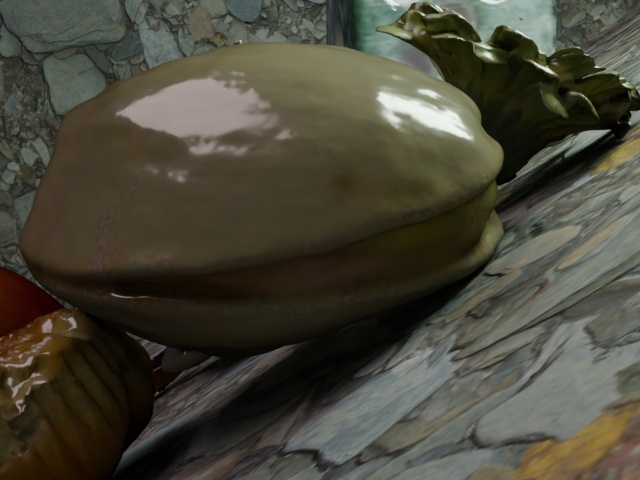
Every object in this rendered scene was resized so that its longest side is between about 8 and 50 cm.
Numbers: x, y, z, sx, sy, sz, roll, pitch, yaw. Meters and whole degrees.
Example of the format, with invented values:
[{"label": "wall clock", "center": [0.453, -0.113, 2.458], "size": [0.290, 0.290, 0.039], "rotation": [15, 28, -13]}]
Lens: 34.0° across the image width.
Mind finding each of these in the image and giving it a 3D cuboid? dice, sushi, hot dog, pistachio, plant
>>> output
[{"label": "dice", "center": [0.196, -0.338, 1.757], "size": [0.348, 0.330, 0.328], "rotation": [-6, 2, -5]}, {"label": "sushi", "center": [-0.232, 0.189, 1.469], "size": [0.120, 0.052, 0.055], "rotation": [-38, -14, -15]}, {"label": "hot dog", "center": [-0.322, 0.209, 0.970], "size": [0.365, 0.196, 0.367], "rotation": [-33, 11, 9]}, {"label": "pistachio", "center": [-0.054, -0.034, 0.933], "size": [0.445, 0.281, 0.365], "rotation": [-2, 23, 21]}, {"label": "plant", "center": [0.197, -0.117, 1.075], "size": [0.261, 0.297, 0.306], "rotation": [-5, -26, 31]}]

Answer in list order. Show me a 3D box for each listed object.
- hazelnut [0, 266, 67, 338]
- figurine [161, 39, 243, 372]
[{"label": "hazelnut", "center": [-0.491, 0.202, 1.365], "size": [0.366, 0.366, 0.366], "rotation": [-34, 3, 2]}, {"label": "figurine", "center": [-0.172, -0.015, 1.375], "size": [0.377, 0.266, 0.361], "rotation": [-34, 41, 23]}]
